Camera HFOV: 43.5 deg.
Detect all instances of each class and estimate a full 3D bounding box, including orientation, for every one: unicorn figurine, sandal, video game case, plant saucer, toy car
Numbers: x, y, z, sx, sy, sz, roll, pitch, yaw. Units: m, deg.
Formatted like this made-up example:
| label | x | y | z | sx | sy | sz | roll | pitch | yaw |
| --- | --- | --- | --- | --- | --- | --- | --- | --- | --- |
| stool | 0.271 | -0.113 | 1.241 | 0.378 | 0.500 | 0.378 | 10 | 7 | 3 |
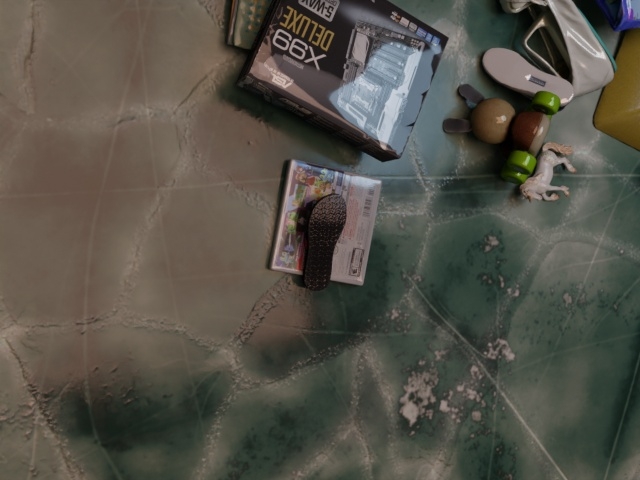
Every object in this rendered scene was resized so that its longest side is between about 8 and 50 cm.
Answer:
| label | x | y | z | sx | sy | sz | roll | pitch | yaw |
| --- | --- | --- | --- | --- | --- | --- | --- | --- | --- |
| unicorn figurine | 0.454 | -0.124 | 1.610 | 0.111 | 0.060 | 0.161 | 18 | 69 | -21 |
| sandal | 0.000 | 0.000 | 1.421 | 0.067 | 0.040 | 0.179 | 8 | 104 | -16 |
| video game case | 0.010 | -0.031 | 1.452 | 0.184 | 0.023 | 0.201 | 11 | 89 | -22 |
| plant saucer | 0.780 | -0.333 | 1.701 | 0.333 | 0.081 | 0.332 | 22 | 88 | -21 |
| toy car | 0.338 | -0.221 | 1.539 | 0.189 | 0.149 | 0.155 | 23 | 82 | 7 |

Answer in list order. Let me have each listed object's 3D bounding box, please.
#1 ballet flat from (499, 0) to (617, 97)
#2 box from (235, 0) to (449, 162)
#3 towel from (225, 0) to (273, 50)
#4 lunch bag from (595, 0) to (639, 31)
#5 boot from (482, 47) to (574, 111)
| label | x | y | z | sx | sy | sz | roll | pitch | yaw |
| --- | --- | --- | --- | --- | --- | --- | --- | --- | --- |
| ballet flat | 0.431 | -0.446 | 1.556 | 0.139 | 0.139 | 0.400 | -41 | 106 | -15 |
| box | 0.041 | -0.310 | 1.377 | 0.308 | 0.076 | 0.242 | 26 | 80 | -20 |
| towel | -0.011 | -0.491 | 1.420 | 0.272 | 0.040 | 0.370 | 10 | 86 | -23 |
| lunch bag | 0.640 | -0.550 | 1.583 | 0.221 | 0.138 | 0.293 | -15 | 82 | -21 |
| boot | 0.402 | -0.309 | 1.577 | 0.190 | 0.086 | 0.069 | 31 | 88 | 9 |
